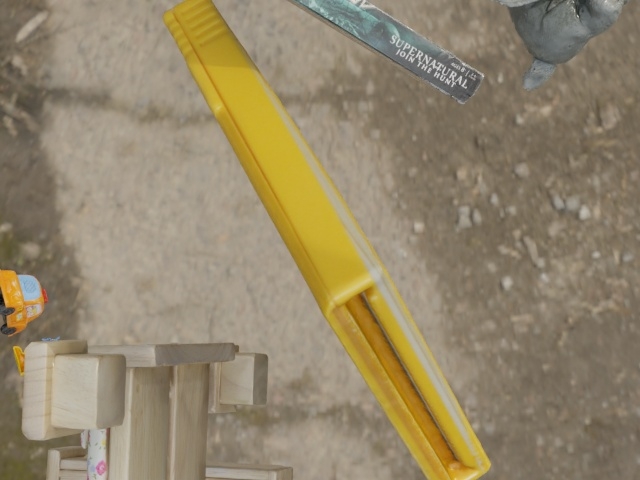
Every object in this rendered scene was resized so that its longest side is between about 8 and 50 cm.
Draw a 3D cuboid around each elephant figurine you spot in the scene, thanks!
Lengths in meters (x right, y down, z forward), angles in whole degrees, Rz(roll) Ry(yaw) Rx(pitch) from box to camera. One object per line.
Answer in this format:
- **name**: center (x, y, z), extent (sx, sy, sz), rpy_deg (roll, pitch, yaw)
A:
- **elephant figurine**: center (0.242, -0.335, 1.504), extent (0.239, 0.186, 0.169), rpy_deg (39, 158, -10)

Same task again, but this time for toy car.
- **toy car**: center (-0.217, 0.069, 0.970), extent (0.040, 0.122, 0.060), rpy_deg (-14, 134, -19)

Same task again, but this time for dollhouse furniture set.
- **dollhouse furniture set**: center (-0.147, 0.210, 0.762), extent (0.173, 0.355, 0.303), rpy_deg (0, 85, 14)

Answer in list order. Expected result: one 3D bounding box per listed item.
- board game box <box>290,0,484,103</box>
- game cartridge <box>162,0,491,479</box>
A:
- **board game box**: center (0.014, -0.152, 0.855), extent (0.186, 0.126, 0.026), rpy_deg (30, 97, -12)
- **game cartridge**: center (0.000, 0.000, 0.949), extent (0.052, 0.324, 0.285), rpy_deg (-32, 140, -1)
